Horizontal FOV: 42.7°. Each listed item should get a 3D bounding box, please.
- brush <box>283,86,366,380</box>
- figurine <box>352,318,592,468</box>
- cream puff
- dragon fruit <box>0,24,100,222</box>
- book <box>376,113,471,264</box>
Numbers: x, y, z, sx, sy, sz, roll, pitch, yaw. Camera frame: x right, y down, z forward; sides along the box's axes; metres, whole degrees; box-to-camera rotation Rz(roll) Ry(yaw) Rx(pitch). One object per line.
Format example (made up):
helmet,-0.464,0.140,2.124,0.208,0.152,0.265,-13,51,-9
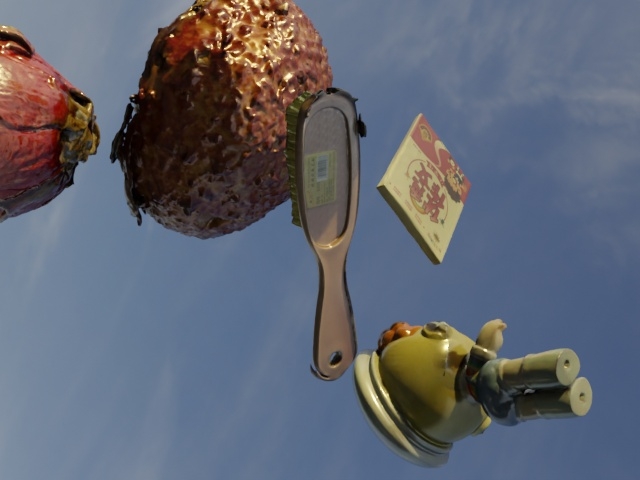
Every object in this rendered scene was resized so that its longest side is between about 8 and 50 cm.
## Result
brush,0.001,-0.001,0.809,0.067,0.072,0.312,32,-47,50
figurine,0.197,0.213,1.213,0.224,0.205,0.382,52,-39,-2
cream puff,-0.101,-0.157,1.039,0.350,0.229,0.350,17,90,-85
dragon fruit,-0.317,-0.116,0.902,0.218,0.148,0.223,-100,-152,-43
book,0.174,-0.088,1.328,0.022,0.162,0.232,-26,-158,36
